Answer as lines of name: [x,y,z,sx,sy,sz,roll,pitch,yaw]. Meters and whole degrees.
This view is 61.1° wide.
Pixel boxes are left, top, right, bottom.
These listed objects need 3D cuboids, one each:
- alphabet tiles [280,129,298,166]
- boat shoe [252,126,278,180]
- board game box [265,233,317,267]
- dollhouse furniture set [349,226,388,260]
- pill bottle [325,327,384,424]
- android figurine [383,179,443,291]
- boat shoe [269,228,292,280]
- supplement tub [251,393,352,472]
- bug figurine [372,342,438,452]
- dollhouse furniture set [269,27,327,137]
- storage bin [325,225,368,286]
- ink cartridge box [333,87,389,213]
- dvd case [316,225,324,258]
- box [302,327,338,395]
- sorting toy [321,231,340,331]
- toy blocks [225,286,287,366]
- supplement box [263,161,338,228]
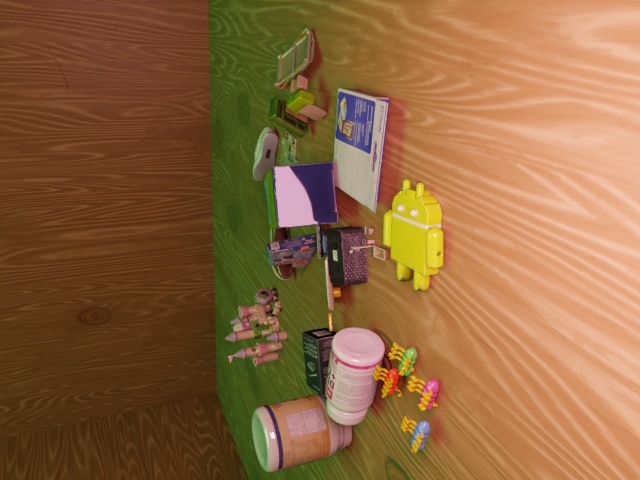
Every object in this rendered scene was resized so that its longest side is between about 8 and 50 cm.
alphabet tiles: [-0.129,-0.324,2.236,0.198,0.009,0.237,-129,38,-53]
boat shoe: [-0.247,-0.385,2.418,0.258,0.095,0.084,-64,33,35]
board game box: [-0.111,0.057,2.112,0.194,0.194,0.060,97,160,-64]
dollhouse furniture set: [0.138,0.015,1.578,0.114,0.081,0.090,-158,64,-65]
pill bottle: [0.099,0.425,1.679,0.160,0.161,0.282,-127,37,-52]
android figurine: [0.236,-0.017,1.373,0.248,0.056,0.272,-145,51,-62]
boat shoe: [-0.166,0.040,2.315,0.095,0.095,0.257,-39,59,57]
supplement tub: [-0.068,0.683,1.950,0.228,0.317,0.228,174,90,-68]
bug figurine: [0.240,0.413,1.453,0.279,0.072,0.216,-119,37,-53]
dollhouse furniture set: [-0.055,-0.557,1.922,0.198,0.151,0.301,-22,56,46]
storage bin: [0.082,0.048,1.722,0.122,0.085,0.180,-173,77,-67]
ink cartridge box: [0.127,-0.266,1.556,0.307,0.072,0.303,-138,48,-57]
dvd case: [0.000,0.000,1.948,0.087,0.013,0.119,-40,-52,-79]
box: [0.016,0.434,1.955,0.153,0.108,0.206,-175,79,-67]
sorting toy: [0.040,0.140,1.868,0.196,0.047,0.347,-139,45,-88]
toy blocks: [-0.335,0.426,2.608,0.308,0.260,0.288,114,143,-52]
supplement box: [-0.075,-0.145,1.822,0.356,0.196,0.194,-168,73,-79]
